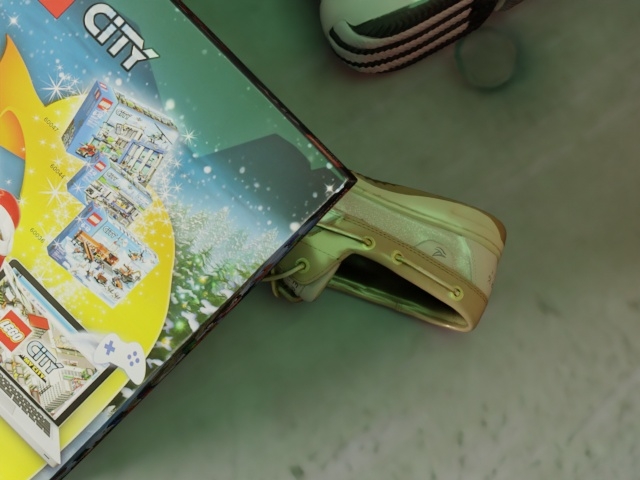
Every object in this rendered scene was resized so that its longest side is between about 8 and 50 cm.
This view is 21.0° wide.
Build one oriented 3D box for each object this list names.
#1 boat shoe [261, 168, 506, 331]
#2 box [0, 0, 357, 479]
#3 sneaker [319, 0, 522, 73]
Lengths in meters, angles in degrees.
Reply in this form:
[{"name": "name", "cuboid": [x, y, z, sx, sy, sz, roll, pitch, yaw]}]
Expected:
[{"name": "boat shoe", "cuboid": [0.000, 0.000, 0.619, 0.135, 0.050, 0.045, 13, 68, -5]}, {"name": "box", "cuboid": [-0.125, -0.046, 0.584, 0.159, 0.044, 0.233, -45, 88, 5]}, {"name": "sneaker", "cuboid": [0.079, -0.169, 0.661, 0.228, 0.086, 0.132, -27, 78, -14]}]
